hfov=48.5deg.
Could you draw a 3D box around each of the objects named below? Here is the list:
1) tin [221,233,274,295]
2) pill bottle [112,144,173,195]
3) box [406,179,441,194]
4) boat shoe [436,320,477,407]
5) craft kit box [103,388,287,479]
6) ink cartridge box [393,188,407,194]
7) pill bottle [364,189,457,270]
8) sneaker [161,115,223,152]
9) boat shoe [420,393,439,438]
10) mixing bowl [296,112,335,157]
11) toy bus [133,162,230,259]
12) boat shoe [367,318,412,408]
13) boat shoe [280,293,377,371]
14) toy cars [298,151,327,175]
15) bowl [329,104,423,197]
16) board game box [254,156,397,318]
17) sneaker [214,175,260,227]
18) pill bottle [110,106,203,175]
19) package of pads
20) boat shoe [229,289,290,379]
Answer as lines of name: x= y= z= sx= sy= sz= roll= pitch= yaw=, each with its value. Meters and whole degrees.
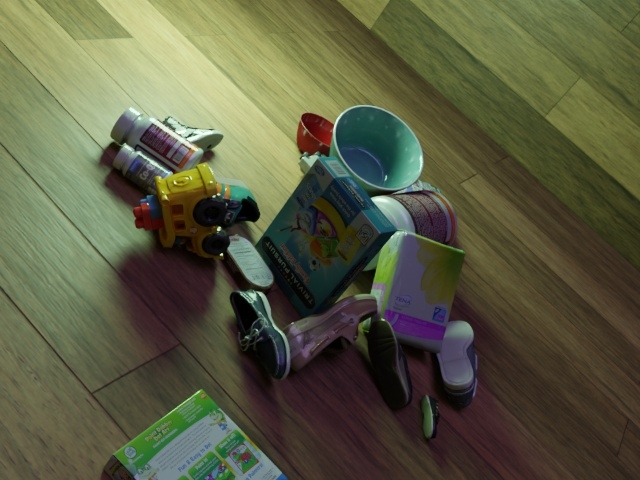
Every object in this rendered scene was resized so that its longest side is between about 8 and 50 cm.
tin: x=-0.188 y=0.060 z=1.801 sx=0.106 sy=0.040 sz=0.189 roll=-3 pitch=50 yaw=-52
pill bottle: x=-0.450 y=-0.177 z=1.801 sx=0.137 sy=0.078 sz=0.078 roll=34 pitch=32 yaw=-6
box: x=0.359 y=-0.120 z=2.547 sx=0.201 sy=0.057 sz=0.293 roll=24 pitch=34 yaw=-22
boat shoe: x=0.379 y=0.337 z=1.980 sx=0.319 sy=0.116 sz=0.099 roll=-76 pitch=154 yaw=-63
craft kit box: x=-0.218 y=0.424 z=1.289 sx=0.246 sy=0.061 sz=0.250 roll=46 pitch=33 yaw=9
ink cartridge box: x=0.224 y=-0.156 z=2.428 sx=0.092 sy=0.090 sz=0.143 roll=39 pitch=32 yaw=2
pill bottle: x=0.229 y=-0.030 z=2.149 sx=0.392 sy=0.224 sz=0.224 roll=-12 pitch=56 yaw=-51
sneaker: x=-0.382 y=-0.313 z=2.040 sx=0.121 sy=0.079 sz=0.217 roll=47 pitch=34 yaw=12
boat shoe: x=0.277 y=0.438 z=1.762 sx=0.042 sy=0.048 sz=0.133 roll=22 pitch=30 yaw=-10
mixing bowl: x=-0.013 y=-0.340 z=2.422 sx=0.182 sy=0.098 sz=0.181 roll=25 pitch=35 yaw=-19
toy bus: x=-0.332 y=-0.051 z=1.689 sx=0.212 sy=0.220 sz=0.149 roll=-14 pitch=39 yaw=-16
boat shoe: x=0.178 y=0.309 z=1.786 sx=0.073 sy=0.080 sz=0.223 roll=20 pitch=52 yaw=-58
boat shoe: x=0.031 y=0.227 z=1.737 sx=0.341 sy=0.121 sz=0.110 roll=-19 pitch=67 yaw=-42
toy cars: x=-0.007 y=-0.157 z=2.214 sx=0.176 sy=0.087 sz=0.393 roll=33 pitch=26 yaw=-30
bowl: x=0.149 y=-0.252 z=2.236 sx=0.312 sy=0.163 sz=0.311 roll=12 pitch=58 yaw=-21
board game box: x=0.000 y=0.000 z=1.775 sx=0.079 sy=0.336 sz=0.253 roll=-9 pitch=54 yaw=-50
sneaker: x=-0.275 y=-0.097 z=1.844 sx=0.302 sy=0.108 sz=0.121 roll=-4 pitch=46 yaw=-49
pill bottle: x=-0.431 y=-0.249 z=1.872 sx=0.221 sy=0.121 sz=0.121 roll=35 pitch=32 yaw=-5
package of pads: x=0.249 y=0.135 z=1.926 sx=0.229 sy=0.101 sz=0.296 roll=19 pitch=81 yaw=-27
boat shoe: x=-0.139 y=0.207 z=1.603 sx=0.079 sy=0.095 sz=0.254 roll=13 pitch=38 yaw=-37
